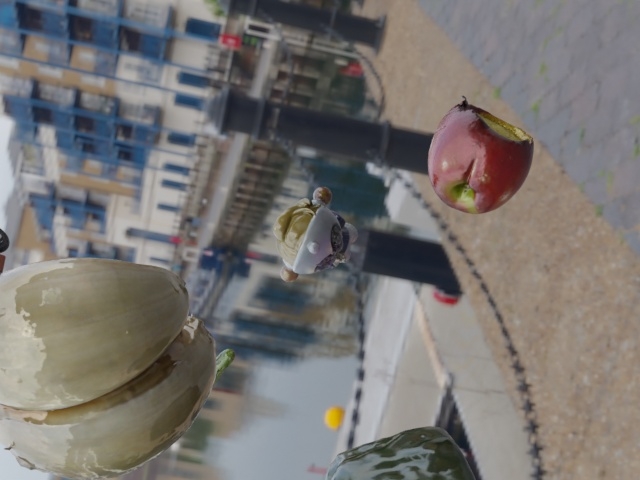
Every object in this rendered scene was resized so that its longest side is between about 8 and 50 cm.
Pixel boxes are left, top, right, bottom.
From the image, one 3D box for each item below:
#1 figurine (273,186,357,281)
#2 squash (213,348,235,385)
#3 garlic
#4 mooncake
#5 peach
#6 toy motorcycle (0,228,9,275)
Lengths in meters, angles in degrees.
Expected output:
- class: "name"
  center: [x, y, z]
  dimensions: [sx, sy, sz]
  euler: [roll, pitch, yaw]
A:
- class: "figurine"
  center: [-0.003, 0.010, 2.042]
  dimensions: [0.194, 0.133, 0.274]
  euler: [-57, -24, -13]
- class: "squash"
  center: [-0.174, 0.216, 1.751]
  dimensions: [0.083, 0.027, 0.027]
  euler: [-53, 20, 28]
- class: "garlic"
  center: [-0.276, 0.145, 1.219]
  dimensions: [0.249, 0.312, 0.286]
  euler: [-129, 37, -73]
- class: "mooncake"
  center: [0.127, 0.444, 1.396]
  dimensions: [0.356, 0.194, 0.357]
  euler: [167, 90, -83]
- class: "peach"
  center: [0.292, -0.165, 1.834]
  dimensions: [0.226, 0.189, 0.196]
  euler: [-63, -39, -31]
- class: "toy motorcycle"
  center: [-0.714, 0.042, 1.933]
  dimensions: [0.148, 0.221, 0.326]
  euler: [-56, 26, 29]
